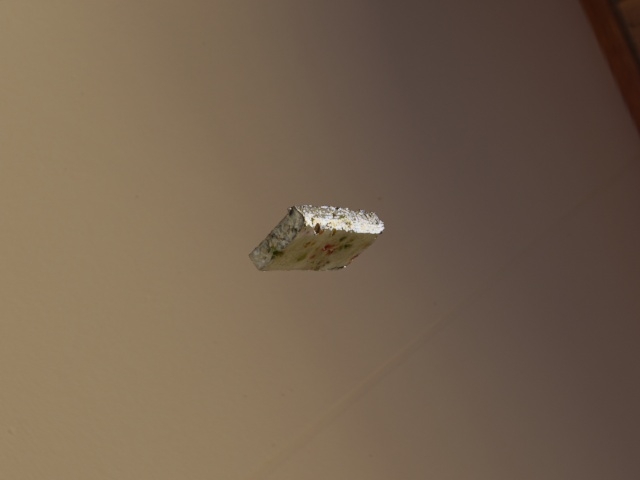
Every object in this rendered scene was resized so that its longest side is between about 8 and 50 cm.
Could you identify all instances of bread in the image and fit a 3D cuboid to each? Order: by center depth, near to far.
[{"bbox_3d":[0.000,0.000,0.784,0.028,0.068,0.153,54,-156,21],"label":"bread"}]
